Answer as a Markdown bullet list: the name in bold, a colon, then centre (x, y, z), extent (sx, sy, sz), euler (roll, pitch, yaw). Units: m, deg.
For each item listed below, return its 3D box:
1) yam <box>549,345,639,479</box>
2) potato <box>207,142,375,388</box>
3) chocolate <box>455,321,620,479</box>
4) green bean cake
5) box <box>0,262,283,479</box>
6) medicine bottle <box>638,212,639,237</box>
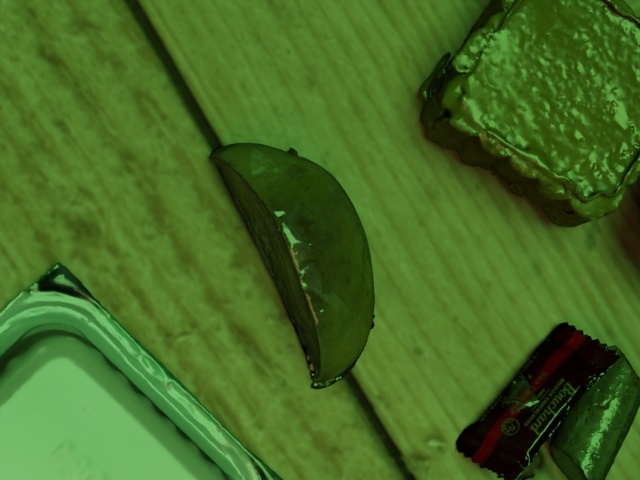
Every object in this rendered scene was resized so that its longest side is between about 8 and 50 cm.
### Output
- **yam**: centre (0.283, 0.183, 1.356), extent (0.070, 0.070, 0.146), euler (32, 72, -9)
- **potato**: centre (0.002, 0.002, 1.285), extent (0.120, 0.100, 0.261), euler (-26, 89, -18)
- **chocolate**: centre (0.217, 0.160, 1.339), extent (0.182, 0.028, 0.086), euler (-43, 50, -16)
- **green bean cake**: centre (0.239, -0.154, 1.367), extent (0.224, 0.131, 0.229), euler (35, 76, -6)
- **box**: centre (-0.204, 0.217, 1.186), extent (0.337, 0.106, 0.264), euler (45, 72, -6)
- **medicine bottle**: centre (0.522, -0.032, 1.388), extent (0.375, 0.123, 0.282), euler (21, 94, -24)
